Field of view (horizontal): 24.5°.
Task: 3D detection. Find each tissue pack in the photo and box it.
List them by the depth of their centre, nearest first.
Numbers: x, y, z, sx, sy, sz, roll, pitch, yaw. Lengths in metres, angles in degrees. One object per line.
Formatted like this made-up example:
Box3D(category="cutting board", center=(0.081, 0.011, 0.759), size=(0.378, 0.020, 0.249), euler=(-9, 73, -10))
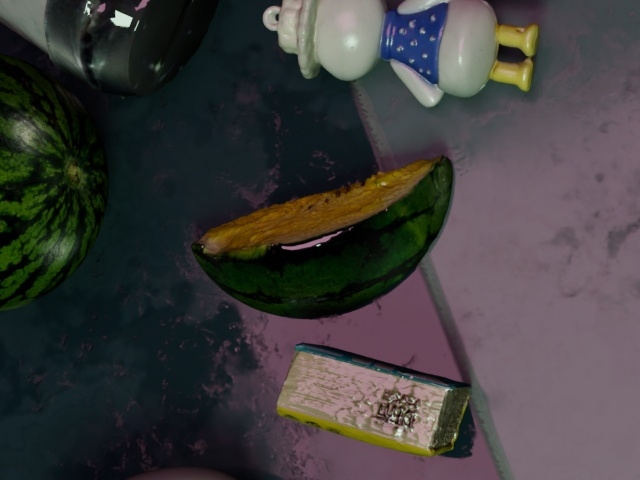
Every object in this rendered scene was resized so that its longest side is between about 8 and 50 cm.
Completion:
Box3D(category="tissue pack", center=(0.055, 0.161, 1.487), size=(0.169, 0.120, 0.082), euler=(14, 88, 16))

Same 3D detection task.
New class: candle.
Box3D(category="candle", center=(-0.283, -0.315, 1.607), size=(0.342, 0.221, 0.221), euler=(33, 91, 18))

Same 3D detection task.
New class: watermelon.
Box3D(category="watermelon", center=(0.000, 0.000, 1.557), size=(0.301, 0.123, 0.129), euler=(-16, 45, 13))
Box3D(category="watermelon", center=(-0.368, -0.064, 1.561), size=(0.285, 0.285, 0.285), euler=(-3, 81, 15))

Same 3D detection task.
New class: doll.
Box3D(category="doll", center=(0.081, -0.214, 1.548), size=(0.293, 0.119, 0.138), euler=(9, 111, 12))

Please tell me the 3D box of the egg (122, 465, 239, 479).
Box3D(category="egg", center=(-0.164, 0.322, 1.494), size=(0.232, 0.176, 0.176), euler=(-35, 74, -2))
